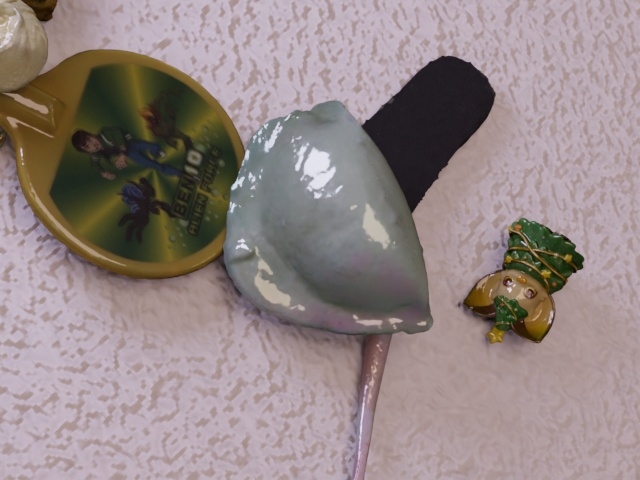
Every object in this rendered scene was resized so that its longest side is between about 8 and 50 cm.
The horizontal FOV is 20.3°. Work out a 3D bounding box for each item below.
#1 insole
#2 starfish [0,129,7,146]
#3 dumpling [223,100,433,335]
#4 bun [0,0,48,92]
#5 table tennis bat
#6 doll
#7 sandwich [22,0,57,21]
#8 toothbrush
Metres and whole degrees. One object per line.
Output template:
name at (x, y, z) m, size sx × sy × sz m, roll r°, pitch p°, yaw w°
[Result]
insole at (0.043, -0.059, 1.570) m, size 0.110 × 0.012 × 0.309 m, roll 40°, pitch 64°, yaw 7°
starfish at (-0.343, -0.045, 1.416) m, size 0.217 × 0.050 × 0.223 m, roll -32°, pitch 92°, yaw -34°
dumpling at (0.008, -0.004, 1.486) m, size 0.217 × 0.149 × 0.105 m, roll 60°, pitch 23°, yaw 6°
bun at (-0.251, -0.161, 1.407) m, size 0.086 × 0.055 × 0.086 m, roll 16°, pitch 54°, yaw -24°
table tennis bat at (-0.202, -0.086, 1.466) m, size 0.321 × 0.050 × 0.198 m, roll 27°, pitch 59°, yaw -16°
doll at (0.181, 0.041, 1.580) m, size 0.078 × 0.076 × 0.113 m, roll 28°, pitch 95°, yaw 16°
sandwich at (-0.313, -0.313, 1.452) m, size 0.226 × 0.087 × 0.251 m, roll 3°, pitch 86°, yaw -18°
toothbrush at (0.042, 0.117, 1.516) m, size 0.025 × 0.029 × 0.307 m, roll 16°, pitch 67°, yaw -15°
